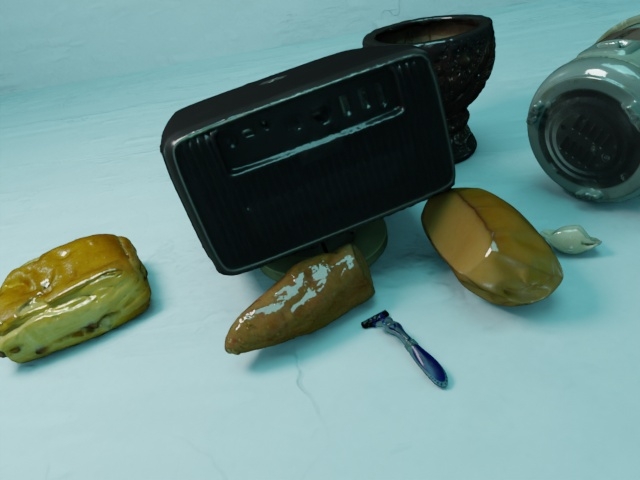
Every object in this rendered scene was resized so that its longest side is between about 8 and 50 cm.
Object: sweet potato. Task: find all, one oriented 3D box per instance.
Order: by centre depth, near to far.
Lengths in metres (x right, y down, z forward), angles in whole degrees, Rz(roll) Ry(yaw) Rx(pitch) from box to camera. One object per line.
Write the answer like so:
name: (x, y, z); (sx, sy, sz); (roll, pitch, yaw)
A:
sweet potato: (-0.023, 0.081, 0.698); (0.252, 0.097, 0.097); (-27, 36, -25)

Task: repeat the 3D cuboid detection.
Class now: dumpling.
dumpling: (0.375, -0.004, 0.753); (0.077, 0.043, 0.059); (-14, 12, 26)

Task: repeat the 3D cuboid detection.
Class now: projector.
projector: (-0.037, -0.151, 0.839); (0.396, 0.241, 0.405); (-21, 22, -7)

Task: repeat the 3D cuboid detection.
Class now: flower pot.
flower pot: (0.230, -0.310, 1.063); (0.267, 0.267, 0.266); (-8, 31, 5)

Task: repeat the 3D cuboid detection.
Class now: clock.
clock: (0.000, 0.000, 0.883); (0.235, 0.029, 0.235); (-8, 34, 5)

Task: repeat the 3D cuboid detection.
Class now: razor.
razor: (0.108, 0.131, 0.641); (0.044, 0.028, 0.154); (-24, 34, -18)

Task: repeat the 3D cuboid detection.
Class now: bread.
bread: (-0.408, 0.078, 0.825); (0.235, 0.099, 0.210); (-23, 34, -16)

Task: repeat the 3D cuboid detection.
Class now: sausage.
sausage: (0.233, 0.000, 0.717); (0.136, 0.120, 0.241); (18, 25, -26)

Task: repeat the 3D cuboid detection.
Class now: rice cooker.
rice cooker: (0.518, -0.219, 0.834); (0.317, 0.264, 0.316); (-18, 24, 8)
